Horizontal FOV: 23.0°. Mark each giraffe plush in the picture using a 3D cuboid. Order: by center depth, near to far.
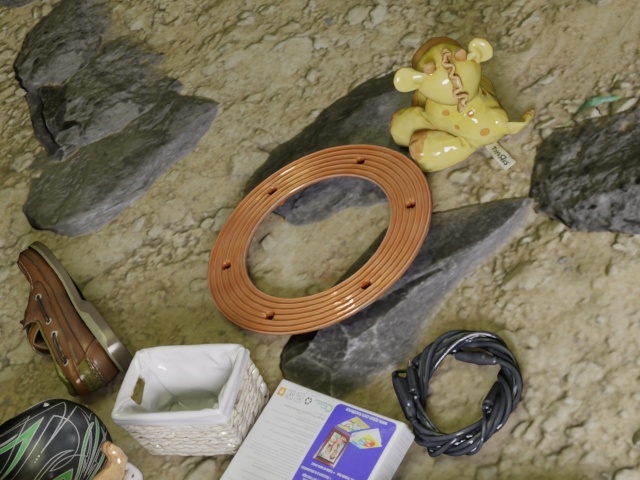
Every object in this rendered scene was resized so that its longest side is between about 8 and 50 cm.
[{"bbox_3d":[0.175,-0.202,2.148,0.181,0.170,0.210,-43,42,-14],"label":"giraffe plush"}]

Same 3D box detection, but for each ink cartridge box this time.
[{"bbox_3d":[-0.020,0.282,1.864,0.206,0.045,0.208,16,64,42],"label":"ink cartridge box"}]

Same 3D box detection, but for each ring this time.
[{"bbox_3d":[0.000,0.000,2.151,0.337,0.032,0.336,-18,43,18],"label":"ring"}]

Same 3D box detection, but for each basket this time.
[{"bbox_3d":[-0.159,0.206,1.988,0.167,0.103,0.113,-5,47,28],"label":"basket"}]

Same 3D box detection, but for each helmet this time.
[{"bbox_3d":[-0.338,0.287,1.969,0.162,0.169,0.169,-29,37,27],"label":"helmet"}]

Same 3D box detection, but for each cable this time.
[{"bbox_3d":[0.170,0.183,1.864,0.151,0.047,0.184,-24,38,0],"label":"cable"}]

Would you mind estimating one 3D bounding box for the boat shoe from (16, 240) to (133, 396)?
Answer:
[{"bbox_3d":[-0.376,0.106,2.214,0.104,0.110,0.307,-37,40,-9],"label":"boat shoe"}]

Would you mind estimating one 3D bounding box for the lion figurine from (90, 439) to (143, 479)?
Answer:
[{"bbox_3d":[-0.212,0.386,1.739,0.392,0.142,0.240,29,73,14],"label":"lion figurine"}]
